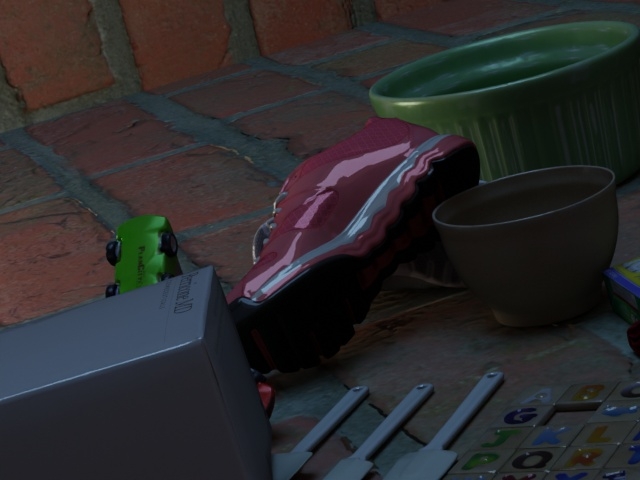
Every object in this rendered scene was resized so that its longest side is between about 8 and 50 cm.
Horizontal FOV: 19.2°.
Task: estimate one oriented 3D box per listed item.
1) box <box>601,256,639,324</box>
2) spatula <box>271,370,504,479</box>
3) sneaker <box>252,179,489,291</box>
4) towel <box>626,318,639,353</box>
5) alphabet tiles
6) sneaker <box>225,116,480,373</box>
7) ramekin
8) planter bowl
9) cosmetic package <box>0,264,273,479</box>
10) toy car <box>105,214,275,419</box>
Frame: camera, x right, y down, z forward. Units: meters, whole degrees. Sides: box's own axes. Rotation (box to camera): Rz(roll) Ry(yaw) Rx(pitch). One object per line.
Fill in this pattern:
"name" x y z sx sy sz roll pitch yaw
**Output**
"box" 0.336 0.023 1.576 0.179 0.043 0.105 -19 15 -7
"spatula" 0.039 0.150 1.450 0.168 0.019 0.242 -9 15 26
"sneaker" 0.080 -0.002 1.824 0.281 0.105 0.115 -2 -5 9
"towel" 0.376 0.030 1.431 0.275 0.031 0.199 -15 -10 -5
"alphabet tiles" 0.218 0.138 1.338 0.237 0.009 0.198 -7 16 30
"sneaker" 0.000 0.000 1.707 0.314 0.116 0.136 -40 51 -23
"ramekin" 0.217 -0.131 2.090 0.303 0.148 0.303 -14 14 4
"planter bowl" 0.188 0.010 1.654 0.162 0.109 0.162 -13 13 3
"cosmetic package" -0.228 0.161 1.369 0.366 0.155 0.197 -18 14 2
"toy car" -0.144 0.085 1.598 0.239 0.053 0.225 -10 59 17
